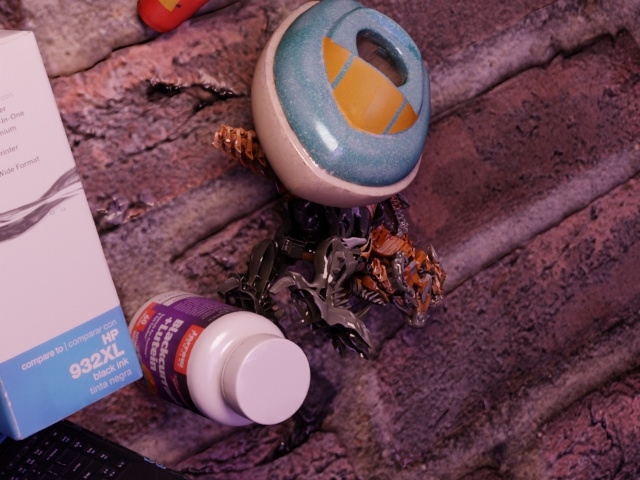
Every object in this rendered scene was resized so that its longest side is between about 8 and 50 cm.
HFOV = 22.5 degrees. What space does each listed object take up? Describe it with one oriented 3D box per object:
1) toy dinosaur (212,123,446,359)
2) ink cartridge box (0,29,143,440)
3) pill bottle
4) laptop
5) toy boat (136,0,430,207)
[{"bbox_3d":[0.000,0.000,1.618,0.322,0.164,0.218,33,63,-16],"label":"toy dinosaur"},{"bbox_3d":[-0.292,-0.016,1.335,0.129,0.223,0.307,-26,112,-30],"label":"ink cartridge box"},{"bbox_3d":[-0.095,0.114,1.511,0.108,0.193,0.108,-6,101,-34],"label":"pill bottle"},{"bbox_3d":[-0.277,0.272,1.384,0.264,0.136,0.234,31,115,-29],"label":"laptop"},{"bbox_3d":[-0.016,-0.177,1.510,0.318,0.148,0.267,37,36,-18],"label":"toy boat"}]
